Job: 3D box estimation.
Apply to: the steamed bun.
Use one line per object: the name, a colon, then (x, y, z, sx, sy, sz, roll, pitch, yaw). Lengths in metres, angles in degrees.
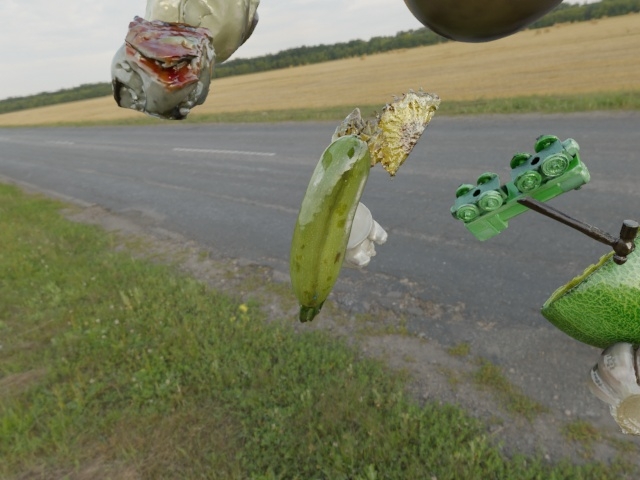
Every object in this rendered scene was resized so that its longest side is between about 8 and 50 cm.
steamed bun: (-0.253, -0.521, 0.996, 0.237, 0.395, 0.346, 7, -18, -21)

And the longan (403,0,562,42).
longan: (0.134, -0.273, 0.416, 0.204, 0.159, 0.185, 11, 24, -20)

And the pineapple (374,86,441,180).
pineapple: (0.186, -0.281, 1.137, 0.135, 0.233, 0.079, 28, 14, -1)

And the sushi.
sushi: (-0.224, -0.254, 0.674, 0.124, 0.130, 0.332, 12, 26, -13)

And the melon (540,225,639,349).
melon: (0.533, 0.101, 0.777, 0.169, 0.265, 0.129, 48, 20, 17)

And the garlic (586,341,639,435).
garlic: (0.527, 0.214, 0.746, 0.194, 0.131, 0.127, -24, 64, -38)

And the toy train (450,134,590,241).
toy train: (0.366, -0.091, 0.848, 0.251, 0.119, 0.085, -31, 32, 39)

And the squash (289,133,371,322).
squash: (0.000, 0.000, 0.713, 0.094, 0.341, 0.095, 13, 25, -6)

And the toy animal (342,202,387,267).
toy animal: (0.053, 0.018, 0.888, 0.130, 0.221, 0.104, 19, 68, 8)

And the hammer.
hammer: (0.367, -0.031, 0.665, 0.021, 0.065, 0.178, -19, 38, -27)

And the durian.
durian: (0.079, -0.248, 1.035, 0.140, 0.078, 0.225, -9, 51, 13)
